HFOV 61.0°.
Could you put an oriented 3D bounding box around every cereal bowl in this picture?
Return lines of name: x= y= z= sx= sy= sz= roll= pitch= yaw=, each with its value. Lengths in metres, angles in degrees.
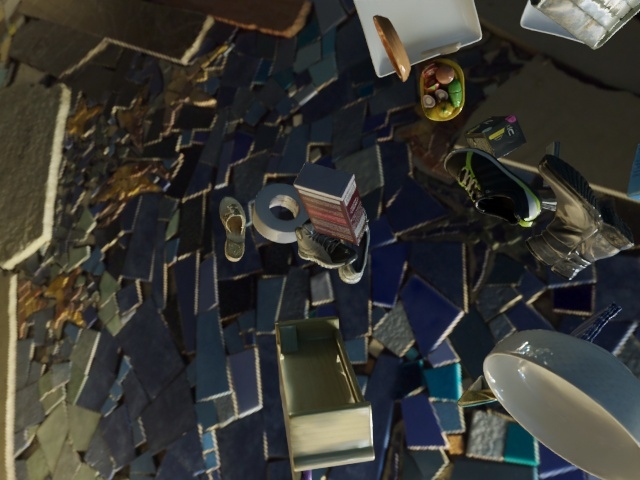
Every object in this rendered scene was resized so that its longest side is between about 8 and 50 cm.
cereal bowl: x=0.493 y=0.294 z=1.041 sx=0.339 sy=0.141 sz=0.339 roll=42 pitch=-20 yaw=19

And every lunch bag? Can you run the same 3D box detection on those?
lunch bag: x=0.527 y=-0.529 z=0.978 sx=0.235 sy=0.287 sz=0.169 roll=9 pitch=49 yaw=-39

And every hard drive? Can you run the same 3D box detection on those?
hard drive: x=0.746 y=-0.244 z=1.753 sx=0.094 sy=0.022 sz=0.135 roll=6 pitch=89 yaw=-82

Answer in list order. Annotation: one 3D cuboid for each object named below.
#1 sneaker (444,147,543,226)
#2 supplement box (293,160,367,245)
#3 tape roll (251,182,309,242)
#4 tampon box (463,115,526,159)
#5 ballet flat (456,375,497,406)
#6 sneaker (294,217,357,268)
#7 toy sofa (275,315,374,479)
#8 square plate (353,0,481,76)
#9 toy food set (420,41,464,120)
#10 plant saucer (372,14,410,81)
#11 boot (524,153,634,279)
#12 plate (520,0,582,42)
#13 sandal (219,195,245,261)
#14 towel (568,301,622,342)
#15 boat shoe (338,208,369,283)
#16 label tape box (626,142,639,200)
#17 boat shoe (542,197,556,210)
sneaker: x=0.331 y=-0.108 z=1.086 sx=0.097 sy=0.084 sz=0.234 roll=-29 pitch=51 yaw=-32
supplement box: x=0.031 y=-0.086 z=1.337 sx=0.130 sy=0.073 sz=0.239 roll=18 pitch=-22 yaw=21
tape roll: x=-0.139 y=-0.101 z=1.983 sx=0.219 sy=0.072 sz=0.219 roll=8 pitch=57 yaw=-13
tampon box: x=0.577 y=-0.343 z=1.808 sx=0.102 sy=0.120 sz=0.161 roll=60 pitch=-4 yaw=-15
ballet flat: x=0.654 y=0.560 z=2.054 sx=0.123 sy=0.348 sz=0.123 roll=14 pitch=65 yaw=-31
sneaker: x=0.000 y=0.000 z=1.568 sx=0.086 sy=0.228 sz=0.132 roll=-39 pitch=122 yaw=-34
toy sofa: x=-0.003 y=0.313 z=1.107 sx=0.362 sy=0.150 sz=0.177 roll=-115 pitch=-160 yaw=-70
square plate: x=0.284 y=-0.725 z=1.661 sx=0.049 sy=0.343 sz=0.347 roll=-88 pitch=157 yaw=-61
toy food set: x=0.346 y=-0.450 z=1.570 sx=0.071 sy=0.128 sz=0.218 roll=-48 pitch=133 yaw=-58
plant saucer: x=0.208 y=-0.551 z=1.546 sx=0.200 sy=0.037 sz=0.200 roll=60 pitch=11 yaw=-19
boot: x=0.624 y=-0.045 z=1.424 sx=0.338 sy=0.222 sz=0.118 roll=46 pitch=39 yaw=-7
plate: x=0.814 y=-0.796 z=1.738 sx=0.277 sy=0.278 sz=0.045 roll=14 pitch=24 yaw=0
sandal: x=-0.277 y=-0.056 z=1.788 sx=0.088 sy=0.079 sz=0.240 roll=5 pitch=64 yaw=-25
towel: x=0.676 y=0.322 z=1.502 sx=0.040 sy=0.336 sz=0.243 roll=45 pitch=-22 yaw=18
boat shoe: x=0.127 y=-0.006 z=1.978 sx=0.118 sy=0.103 sz=0.321 roll=13 pitch=65 yaw=-12
label tape box: x=0.729 y=-0.090 z=0.860 sx=0.347 sy=0.115 sz=0.249 roll=14 pitch=-5 yaw=-1
boat shoe: x=0.734 y=-0.121 z=1.800 sx=0.125 sy=0.038 sz=0.046 roll=6 pitch=27 yaw=-1
